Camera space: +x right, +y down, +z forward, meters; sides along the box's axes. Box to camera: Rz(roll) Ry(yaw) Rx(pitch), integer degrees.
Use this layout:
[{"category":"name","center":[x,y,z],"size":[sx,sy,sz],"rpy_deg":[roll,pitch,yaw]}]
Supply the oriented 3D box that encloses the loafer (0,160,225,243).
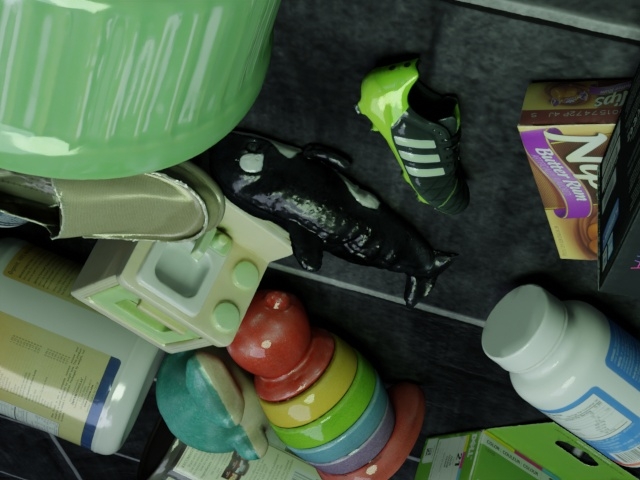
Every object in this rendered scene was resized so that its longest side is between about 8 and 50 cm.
[{"category":"loafer","center":[-0.229,-0.043,0.990],"size":[0.269,0.092,0.102],"rpy_deg":[12,131,-3]}]

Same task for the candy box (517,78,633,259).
[{"category":"candy box","center":[0.243,-0.054,0.853],"size":[0.109,0.053,0.186],"rpy_deg":[3,146,28]}]

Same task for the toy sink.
[{"category":"toy sink","center":[-0.161,0.037,1.153],"size":[0.153,0.131,0.234],"rpy_deg":[35,152,-24]}]

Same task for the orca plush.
[{"category":"orca plush","center":[0.000,0.000,1.041],"size":[0.287,0.102,0.151],"rpy_deg":[39,146,-28]}]

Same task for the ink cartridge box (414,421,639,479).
[{"category":"ink cartridge box","center":[0.286,0.349,1.432],"size":[0.189,0.097,0.255],"rpy_deg":[35,148,-22]}]

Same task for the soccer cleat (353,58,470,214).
[{"category":"soccer cleat","center":[0.099,-0.086,0.890],"size":[0.072,0.060,0.179],"rpy_deg":[-17,134,29]}]

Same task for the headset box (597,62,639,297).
[{"category":"headset box","center":[0.350,-0.061,0.649],"size":[0.283,0.131,0.246],"rpy_deg":[9,143,3]}]

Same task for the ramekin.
[{"category":"ramekin","center":[-0.155,-0.203,0.632],"size":[0.303,0.303,0.148],"rpy_deg":[25,142,-7]}]

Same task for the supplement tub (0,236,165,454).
[{"category":"supplement tub","center":[-0.378,0.132,1.365],"size":[0.316,0.228,0.228],"rpy_deg":[23,150,-2]}]

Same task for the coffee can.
[{"category":"coffee can","center":[-0.120,0.348,1.578],"size":[0.275,0.201,0.201],"rpy_deg":[29,149,-14]}]

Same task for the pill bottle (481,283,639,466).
[{"category":"pill bottle","center":[0.281,0.139,1.071],"size":[0.221,0.124,0.124],"rpy_deg":[36,147,-22]}]

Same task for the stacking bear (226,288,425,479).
[{"category":"stacking bear","center":[-0.013,0.177,1.286],"size":[0.175,0.164,0.289],"rpy_deg":[-26,119,23]}]

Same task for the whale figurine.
[{"category":"whale figurine","center":[-0.154,0.210,1.347],"size":[0.216,0.141,0.272],"rpy_deg":[60,176,4]}]

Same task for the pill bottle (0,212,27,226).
[{"category":"pill bottle","center":[-0.346,-0.074,1.132],"size":[0.108,0.108,0.180],"rpy_deg":[36,146,-24]}]
